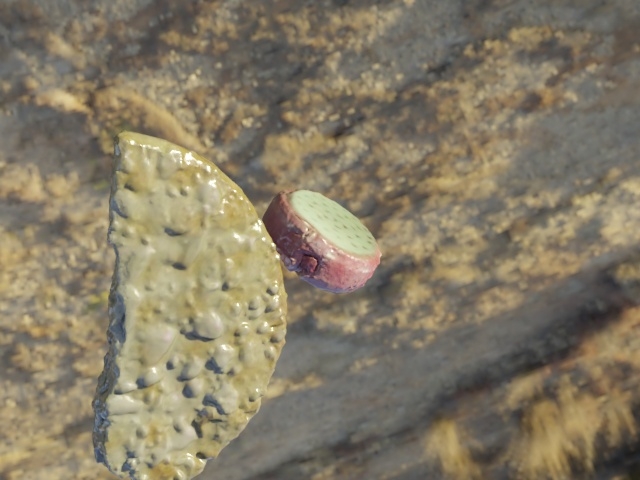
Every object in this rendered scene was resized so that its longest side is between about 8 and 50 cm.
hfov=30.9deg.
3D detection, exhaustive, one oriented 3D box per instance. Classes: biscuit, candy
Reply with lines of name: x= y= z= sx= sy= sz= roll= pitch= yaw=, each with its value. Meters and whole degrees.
biscuit: x=-0.090 y=0.058 z=0.825 sx=0.141 sy=0.038 sz=0.290 roll=-4 pitch=115 yaw=-24
candy: x=0.000 y=0.000 z=0.945 sx=0.103 sy=0.103 sz=0.043 roll=8 pitch=125 yaw=-50
